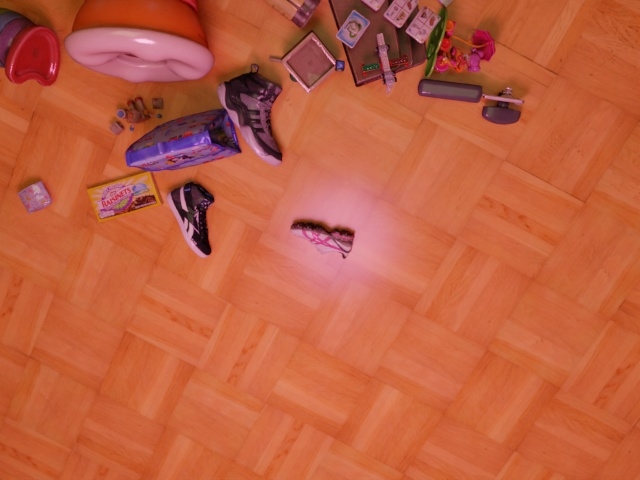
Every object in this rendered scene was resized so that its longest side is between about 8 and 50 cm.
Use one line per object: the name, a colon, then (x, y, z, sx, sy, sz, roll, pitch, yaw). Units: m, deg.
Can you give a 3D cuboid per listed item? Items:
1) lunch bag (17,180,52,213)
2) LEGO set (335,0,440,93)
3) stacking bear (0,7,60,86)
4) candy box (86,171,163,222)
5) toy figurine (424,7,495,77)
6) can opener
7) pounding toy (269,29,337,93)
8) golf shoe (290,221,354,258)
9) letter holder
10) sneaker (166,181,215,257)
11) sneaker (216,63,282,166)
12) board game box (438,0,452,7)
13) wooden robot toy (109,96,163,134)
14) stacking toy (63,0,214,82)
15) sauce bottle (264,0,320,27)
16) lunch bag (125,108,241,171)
lunch bag: (-0.841, -0.129, 1.599, 0.083, 0.053, 0.071, -25, 98, 21)
LEGO set: (0.140, -0.475, 1.275, 0.182, 0.060, 0.244, 34, 90, -5)
stacking bear: (-0.877, -0.552, 1.453, 0.289, 0.175, 0.164, 25, 107, 7)
candy box: (-0.575, -0.129, 1.585, 0.206, 0.027, 0.105, -15, 98, 9)
toy figurine: (0.360, -0.479, 1.358, 0.159, 0.130, 0.173, 12, 88, -7)
can opener: (0.392, -0.368, 1.405, 0.280, 0.074, 0.093, 12, 105, 3)
pounding toy: (-0.045, -0.472, 1.423, 0.141, 0.100, 0.130, -38, 111, 15)
golf shoe: (0.000, 0.000, 1.537, 0.186, 0.067, 0.086, 14, 106, 2)
letter holder: (0.143, -0.568, 1.344, 0.214, 0.152, 0.301, -18, 101, 8)
sneaker: (-0.343, -0.064, 1.549, 0.121, 0.079, 0.217, -26, 98, 13)
sneaker: (-0.151, -0.341, 1.450, 0.153, 0.101, 0.268, -33, 96, 15)
board game box: (0.321, -0.658, 1.369, 0.090, 0.020, 0.090, 45, 103, -5)
wooden robot toy: (-0.524, -0.353, 1.498, 0.173, 0.079, 0.076, -22, 100, 10)
stacking toy: (-0.433, -0.652, 1.319, 0.351, 0.350, 0.479, 2, 92, 5)
sauce bottle: (-0.155, -0.678, 1.334, 0.344, 0.111, 0.111, 35, 105, -17)
lunch bag: (-0.357, -0.256, 1.394, 0.221, 0.293, 0.138, -12, 102, 9)
